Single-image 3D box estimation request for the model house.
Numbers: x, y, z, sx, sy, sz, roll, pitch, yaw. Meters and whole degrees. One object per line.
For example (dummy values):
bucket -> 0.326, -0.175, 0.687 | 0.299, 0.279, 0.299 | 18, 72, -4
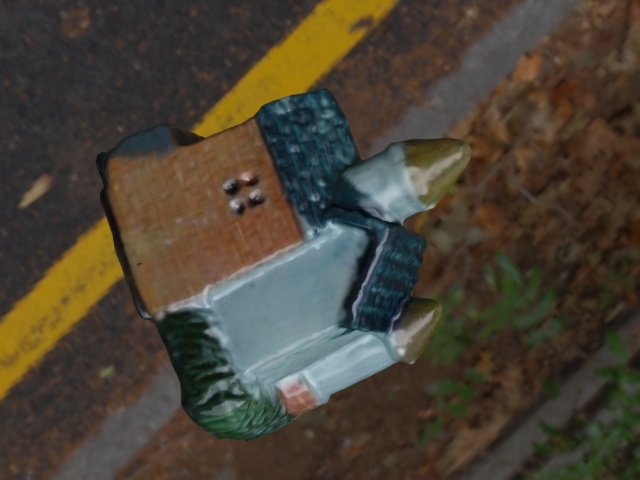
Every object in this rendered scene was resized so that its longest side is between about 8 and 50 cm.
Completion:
model house -> 0.000, 0.000, 1.116 | 0.291, 0.253, 0.184 | -25, 164, 20
